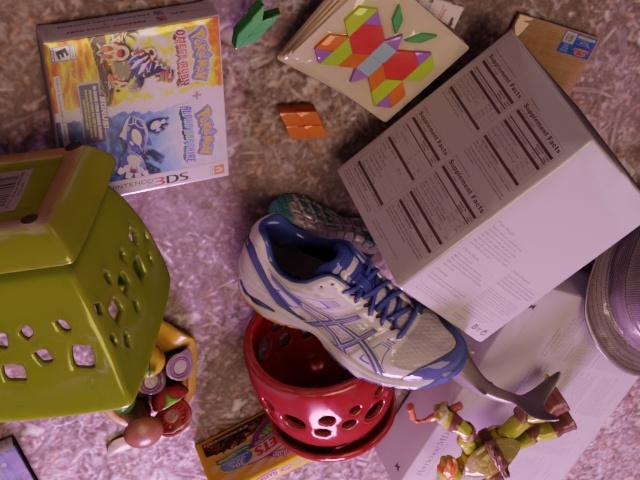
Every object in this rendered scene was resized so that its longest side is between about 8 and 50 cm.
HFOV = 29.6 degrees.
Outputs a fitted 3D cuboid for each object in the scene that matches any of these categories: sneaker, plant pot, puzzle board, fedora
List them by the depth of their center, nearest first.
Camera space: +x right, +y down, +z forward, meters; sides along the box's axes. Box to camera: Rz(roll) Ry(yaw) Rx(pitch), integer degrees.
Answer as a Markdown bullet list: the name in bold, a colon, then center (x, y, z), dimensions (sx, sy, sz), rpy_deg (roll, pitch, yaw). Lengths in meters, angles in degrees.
- **plant pot**: center (-0.301, 0.034, 1.245), dimensions (0.227, 0.228, 0.207), rpy_deg (-7, 122, 10)
- **sneaker**: center (0.036, 0.071, 1.404), dimensions (0.296, 0.112, 0.131), rpy_deg (23, 145, 8)
- **puzzle board**: center (0.270, -0.221, 1.480), dimensions (0.128, 0.011, 0.096), rpy_deg (10, 118, -30)
- **sneaker**: center (0.000, 0.000, 1.490), dimensions (0.166, 0.065, 0.076), rpy_deg (22, 121, -29)
- **plant pot**: center (0.008, 0.176, 1.536), dimensions (0.191, 0.191, 0.174), rpy_deg (-19, 132, -10)
- **fedora**: center (0.495, 0.055, 1.634), dimensions (0.243, 0.124, 0.275), rpy_deg (48, 68, -23)

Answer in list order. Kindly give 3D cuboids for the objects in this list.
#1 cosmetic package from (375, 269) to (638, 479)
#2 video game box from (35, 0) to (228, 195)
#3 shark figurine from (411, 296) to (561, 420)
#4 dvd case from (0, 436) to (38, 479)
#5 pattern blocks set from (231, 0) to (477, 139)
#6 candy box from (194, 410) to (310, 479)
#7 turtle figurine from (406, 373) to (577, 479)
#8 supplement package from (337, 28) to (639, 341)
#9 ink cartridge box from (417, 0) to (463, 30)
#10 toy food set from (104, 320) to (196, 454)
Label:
- **cosmetic package**: center (0.293, 0.211, 1.749), dimensions (0.284, 0.097, 0.377), rpy_deg (15, 117, -33)
- **video game box**: center (-0.197, -0.146, 1.304), dimensions (0.187, 0.048, 0.205), rpy_deg (-14, 129, -17)
- **shark figurine**: center (0.179, 0.141, 1.566), dimensions (0.166, 0.278, 0.116), rpy_deg (-35, 175, 19)
- **dvd case**: center (-0.483, 0.363, 1.563), dimensions (0.253, 0.022, 0.180), rpy_deg (-22, 131, -9)
- **pattern blocks set**: center (0.062, -0.212, 1.351), dimensions (0.325, 0.026, 0.285), rpy_deg (15, 127, -32)
- **candy box**: center (-0.061, 0.270, 1.628), dimensions (0.206, 0.105, 0.027), rpy_deg (-26, 130, -5)
- **turtle figurine**: center (0.237, 0.271, 1.652), dimensions (0.217, 0.087, 0.269), rpy_deg (-31, 129, 1)
- **supplement package**: center (0.203, -0.058, 1.410), dimensions (0.263, 0.198, 0.199), rpy_deg (-38, 141, 15)
- **ink cartridge box**: center (0.114, -0.259, 1.370), dimensions (0.083, 0.028, 0.048), rpy_deg (9, 122, -29)
- **toy food set**: center (-0.212, 0.203, 1.534), dimensions (0.128, 0.071, 0.218), rpy_deg (-10, 127, -18)
